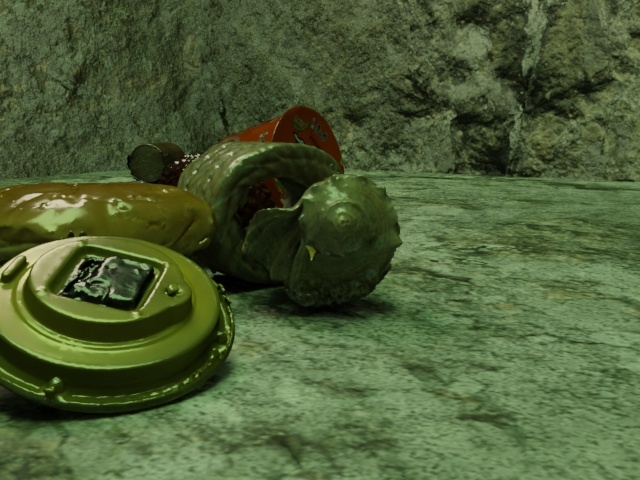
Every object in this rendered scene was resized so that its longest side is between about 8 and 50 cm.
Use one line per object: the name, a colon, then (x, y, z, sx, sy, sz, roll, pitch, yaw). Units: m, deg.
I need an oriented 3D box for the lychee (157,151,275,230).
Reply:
lychee: (-0.164, -0.058, 1.243, 0.188, 0.188, 0.188, -1, 9, 0)

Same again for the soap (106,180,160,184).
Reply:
soap: (-0.345, -0.057, 1.474, 0.193, 0.109, 0.324, 6, 11, 39)

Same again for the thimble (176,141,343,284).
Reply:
thimble: (-0.085, -0.047, 1.080, 0.229, 0.195, 0.148, -36, 29, -29)

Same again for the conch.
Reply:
conch: (0.000, 0.000, 0.930, 0.178, 0.162, 0.245, 16, -4, -2)

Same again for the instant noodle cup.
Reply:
instant noodle cup: (-0.095, -0.140, 1.615, 0.192, 0.250, 0.250, -7, 5, 36)

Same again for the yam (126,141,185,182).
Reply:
yam: (-0.315, -0.155, 1.504, 0.084, 0.084, 0.127, 0, 12, 11)

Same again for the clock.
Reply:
clock: (-0.189, 0.052, 0.679, 0.237, 0.057, 0.237, 9, 31, -5)

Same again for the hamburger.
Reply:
hamburger: (-0.288, 0.009, 0.922, 0.319, 0.158, 0.318, 0, 6, 0)
